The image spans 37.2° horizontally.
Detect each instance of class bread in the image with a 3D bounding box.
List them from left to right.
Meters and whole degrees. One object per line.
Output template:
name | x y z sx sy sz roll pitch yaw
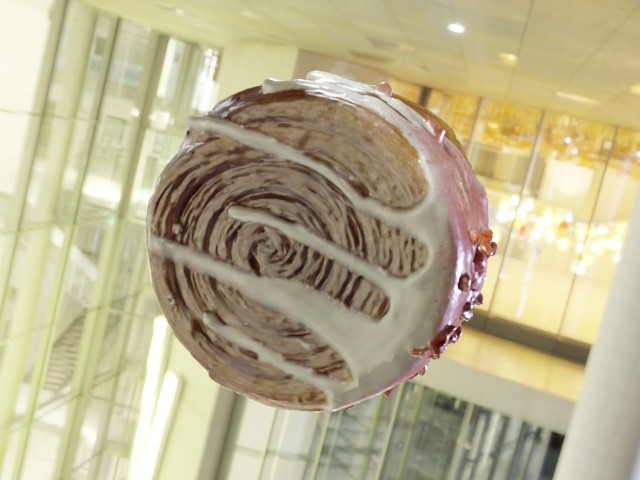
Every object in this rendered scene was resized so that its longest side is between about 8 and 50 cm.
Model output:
bread | 0.000 0.000 0.444 0.161 0.160 0.073 16 -170 16
